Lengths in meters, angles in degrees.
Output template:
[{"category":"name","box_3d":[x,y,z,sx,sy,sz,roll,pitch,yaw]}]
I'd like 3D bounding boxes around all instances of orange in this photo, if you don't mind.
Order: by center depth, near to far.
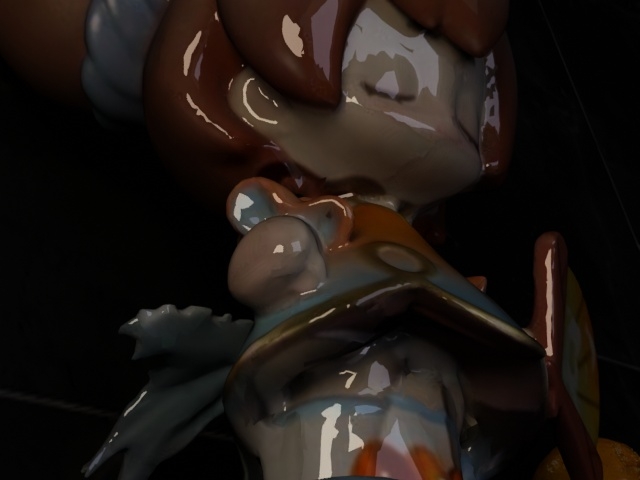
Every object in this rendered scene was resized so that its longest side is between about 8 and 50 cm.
[{"category":"orange","box_3d":[0.161,0.153,0.994,0.083,0.070,0.083,38,29,-26]}]

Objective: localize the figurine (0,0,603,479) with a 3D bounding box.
[{"category":"figurine","box_3d":[0.002,0.000,0.793,0.276,0.248,0.388,28,49,-43]}]
